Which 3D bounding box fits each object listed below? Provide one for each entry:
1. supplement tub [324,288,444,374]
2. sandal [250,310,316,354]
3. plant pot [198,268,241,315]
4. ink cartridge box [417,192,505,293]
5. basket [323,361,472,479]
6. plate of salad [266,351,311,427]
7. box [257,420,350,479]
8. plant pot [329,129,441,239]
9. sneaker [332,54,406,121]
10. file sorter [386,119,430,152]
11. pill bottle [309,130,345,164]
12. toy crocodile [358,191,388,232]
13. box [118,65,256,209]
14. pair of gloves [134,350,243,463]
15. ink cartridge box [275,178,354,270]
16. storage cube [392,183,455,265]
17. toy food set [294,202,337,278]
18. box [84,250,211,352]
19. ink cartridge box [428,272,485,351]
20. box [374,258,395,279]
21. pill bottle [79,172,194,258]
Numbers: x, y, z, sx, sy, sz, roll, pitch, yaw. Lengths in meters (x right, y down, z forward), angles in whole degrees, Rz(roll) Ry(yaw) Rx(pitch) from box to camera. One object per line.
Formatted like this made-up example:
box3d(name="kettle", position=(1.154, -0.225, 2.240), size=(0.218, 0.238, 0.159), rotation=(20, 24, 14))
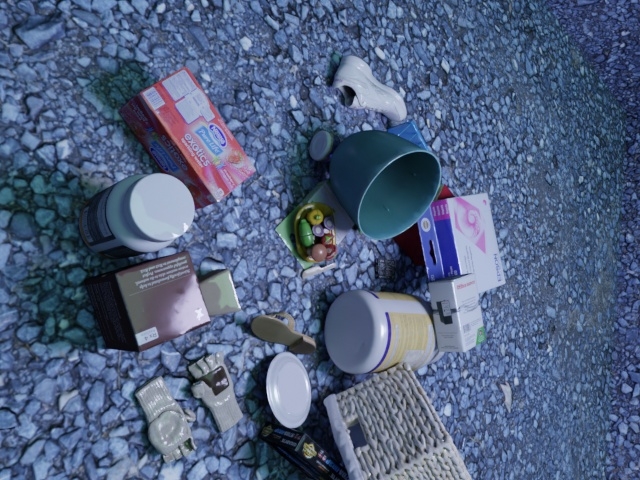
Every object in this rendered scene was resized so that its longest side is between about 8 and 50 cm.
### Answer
box3d(name="supplement tub", position=(0.203, 0.275, 1.578), size=(0.331, 0.241, 0.240), rotation=(10, 77, -39))
box3d(name="sandal", position=(-0.106, 0.236, 1.447), size=(0.240, 0.088, 0.079), rotation=(37, 29, -38))
box3d(name="plant pot", position=(-0.271, 0.136, 1.293), size=(0.096, 0.109, 0.109), rotation=(-19, 95, -28))
box3d(name="ink cartridge box", position=(0.463, 0.018, 1.710), size=(0.330, 0.071, 0.323), rotation=(-12, 91, -41))
box3d(name="basket", position=(0.219, 0.572, 1.408), size=(0.267, 0.328, 0.331), rotation=(-28, 120, 0))
box3d(name="plate of salad", position=(-0.090, 0.404, 1.421), size=(0.200, 0.048, 0.199), rotation=(37, 44, -47))
box3d(name="box", position=(-0.036, 0.565, 1.370), size=(0.220, 0.175, 0.051), rotation=(49, 59, -24))
box3d(name="plant pot", position=(0.164, -0.187, 1.536), size=(0.293, 0.235, 0.293), rotation=(-22, 137, -22))
box3d(name="sneaker", position=(0.159, -0.475, 1.765), size=(0.305, 0.114, 0.152), rotation=(33, 77, -27))
box3d(name="file sorter", position=(0.292, -0.307, 1.828), size=(0.104, 0.118, 0.170), rotation=(-46, 112, -31))
box3d(name="pill bottle", position=(0.057, -0.273, 1.637), size=(0.169, 0.094, 0.094), rotation=(13, 75, -38))
box3d(name="toy crocodile", position=(0.252, -0.133, 1.726), size=(0.341, 0.105, 0.115), rotation=(-34, 146, -23))
box3d(name="box", position=(-0.320, -0.241, 1.280), size=(0.154, 0.142, 0.300), rotation=(-48, 113, -35))
box3d(name="pair of gloves", position=(-0.305, 0.397, 1.258), size=(0.240, 0.042, 0.204), rotation=(-21, 97, -40))
box3d(name="ink cartridge box", position=(-0.008, -0.047, 1.574), size=(0.171, 0.056, 0.235), rotation=(55, 52, -20))
box3d(name="storage cube", position=(0.380, -0.051, 1.817), size=(0.193, 0.184, 0.215), rotation=(47, 57, -24))
box3d(name="toy food set", position=(0.000, 0.000, 1.515), size=(0.128, 0.071, 0.217), rotation=(-12, 101, -23))
box3d(name="box", position=(-0.376, 0.131, 1.134), size=(0.169, 0.203, 0.166), rotation=(-20, 95, -41))
box3d(name="ink cartridge box", position=(0.405, 0.210, 1.554), size=(0.153, 0.087, 0.208), rotation=(-8, 89, -48))
box3d(name="box", position=(0.217, 0.097, 1.763), size=(0.083, 0.018, 0.067), rotation=(7, 79, -39))
box3d(name="pill bottle", position=(-0.387, -0.049, 1.103), size=(0.162, 0.279, 0.162), rotation=(7, 79, -40))
